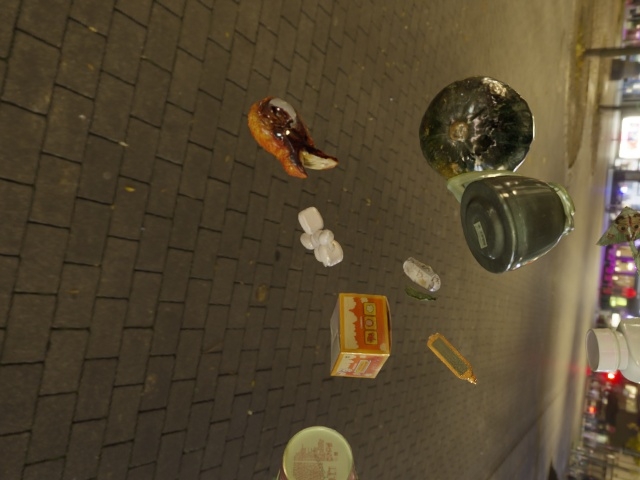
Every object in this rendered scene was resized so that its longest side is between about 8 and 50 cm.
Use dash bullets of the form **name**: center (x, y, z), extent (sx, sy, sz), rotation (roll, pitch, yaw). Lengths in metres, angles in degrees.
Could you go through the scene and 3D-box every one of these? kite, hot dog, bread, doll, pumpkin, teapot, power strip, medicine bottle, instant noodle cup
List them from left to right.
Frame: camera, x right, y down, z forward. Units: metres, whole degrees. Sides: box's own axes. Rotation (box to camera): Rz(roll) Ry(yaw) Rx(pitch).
- **bread**: center (-0.082, -0.243, 1.255), extent (0.139, 0.269, 0.095), rotation (-23, 158, -30)
- **instant noodle cup**: center (-0.008, 0.607, 1.367), extent (0.235, 0.234, 0.178), rotation (-54, 155, -41)
- **doll**: center (0.000, 0.000, 1.313), extent (0.059, 0.160, 0.161), rotation (-25, 148, -16)
- **hot dog**: center (0.431, 0.146, 2.230), extent (0.053, 0.192, 0.099), rotation (-16, 128, -40)
- **power strip**: center (0.367, 0.328, 1.453), extent (0.049, 0.178, 0.028), rotation (-45, 170, 5)
- **pumpkin**: center (0.615, -0.433, 2.109), extent (0.344, 0.454, 0.454), rotation (2, 93, -54)
- **teapot**: center (0.494, -0.061, 1.361), extent (0.239, 0.321, 0.239), rotation (-13, 101, -13)
- **kite**: center (1.068, 0.001, 1.804), extent (0.012, 0.229, 0.250), rotation (11, 71, -41)
- **medicine bottle**: center (0.818, 0.267, 1.280), extent (0.161, 0.296, 0.111), rotation (-85, 169, -45)

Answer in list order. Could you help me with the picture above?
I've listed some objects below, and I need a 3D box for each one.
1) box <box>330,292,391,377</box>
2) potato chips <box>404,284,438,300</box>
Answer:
- **box**: center (0.159, 0.396, 2.167), extent (0.283, 0.213, 0.259), rotation (102, -11, -57)
- **potato chips**: center (0.406, 0.223, 2.216), extent (0.092, 0.207, 0.028), rotation (2, 100, -25)
